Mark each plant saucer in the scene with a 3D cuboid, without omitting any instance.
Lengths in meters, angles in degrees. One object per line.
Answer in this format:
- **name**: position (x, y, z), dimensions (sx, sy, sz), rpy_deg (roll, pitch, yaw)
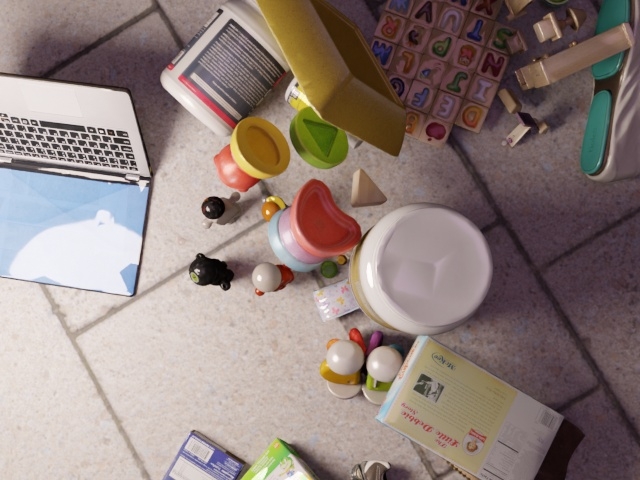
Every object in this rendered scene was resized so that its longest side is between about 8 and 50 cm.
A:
- **plant saucer**: position (0.036, -0.343, 1.546), dimensions (0.081, 0.332, 0.333), rpy_deg (-36, 66, 21)
- **plant saucer**: position (0.196, -0.317, 1.725), dimensions (0.192, 0.018, 0.067), rpy_deg (12, 89, 5)

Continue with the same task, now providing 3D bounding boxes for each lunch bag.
- **lunch bag**: position (0.031, 0.125, 1.703), dimensions (0.083, 0.053, 0.071), rpy_deg (-22, 87, -6)

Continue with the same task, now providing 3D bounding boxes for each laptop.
- **laptop**: position (-0.571, -0.113, 1.689), dimensions (0.381, 0.408, 0.236), rpy_deg (8, 54, 6)

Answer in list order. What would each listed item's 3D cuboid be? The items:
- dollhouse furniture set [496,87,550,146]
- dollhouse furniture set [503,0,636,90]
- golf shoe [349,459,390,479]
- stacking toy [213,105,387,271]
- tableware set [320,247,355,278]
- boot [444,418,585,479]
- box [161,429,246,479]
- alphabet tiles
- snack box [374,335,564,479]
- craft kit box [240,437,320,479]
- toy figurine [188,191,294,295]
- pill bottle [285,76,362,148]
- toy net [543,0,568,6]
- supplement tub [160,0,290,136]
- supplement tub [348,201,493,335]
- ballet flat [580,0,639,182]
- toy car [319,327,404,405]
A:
- **dollhouse furniture set**: position (0.404, -0.255, 1.706), dimensions (0.081, 0.091, 0.114), rpy_deg (-50, 54, 41)
- **dollhouse furniture set**: position (0.423, -0.486, 1.525), dimensions (0.173, 0.303, 0.356), rpy_deg (-24, 95, 3)
- **golf shoe**: position (0.126, 0.548, 1.662), dimensions (0.093, 0.077, 0.198), rpy_deg (-14, 87, 5)
- **stacking toy**: position (-0.042, -0.103, 1.586), dimensions (0.130, 0.279, 0.309), rpy_deg (-33, 91, 45)
- **tableware set**: position (0.000, 0.000, 1.728), dimensions (0.104, 0.024, 0.154), rpy_deg (-43, 85, 6)
- **boot**: position (0.387, 0.417, 1.653), dimensions (0.248, 0.090, 0.207), rpy_deg (30, 78, 7)
- **box**: position (-0.272, 0.533, 1.721), dimensions (0.136, 0.036, 0.225), rpy_deg (31, 90, 6)
- **alphabet tiles**: position (0.241, -0.379, 1.700), dimensions (0.285, 0.011, 0.343), rpy_deg (22, 94, 6)
- **snack box**: position (0.287, 0.340, 1.561), dimensions (0.321, 0.060, 0.187), rpy_deg (31, 80, -6)
- **craft kit box**: position (-0.089, 0.569, 1.622), dimensions (0.250, 0.061, 0.246), rpy_deg (-49, 51, -2)
- **toy figurine**: position (-0.155, 0.005, 1.667), dimensions (0.212, 0.148, 0.210), rpy_deg (7, 88, 14)
- **pill bottle**: position (0.024, -0.277, 1.696), dimensions (0.184, 0.103, 0.103), rpy_deg (40, 92, 7)
- **toy net**: position (0.408, -0.544, 1.700), dimensions (0.232, 0.045, 0.122), rpy_deg (0, 88, 6)
- **supplement tub**: position (-0.177, -0.368, 1.676), dimensions (0.191, 0.191, 0.272), rpy_deg (43, 92, 6)
- **supplement tub**: position (0.184, 0.057, 1.537), dimensions (0.240, 0.331, 0.241), rpy_deg (0, 86, -3)
- **ballet flat**: position (0.616, -0.313, 1.641), dimensions (0.139, 0.139, 0.401), rpy_deg (7, 92, 6)
- **toy car**: position (0.094, 0.245, 1.660), dimensions (0.181, 0.159, 0.136), rpy_deg (9, 52, 6)
